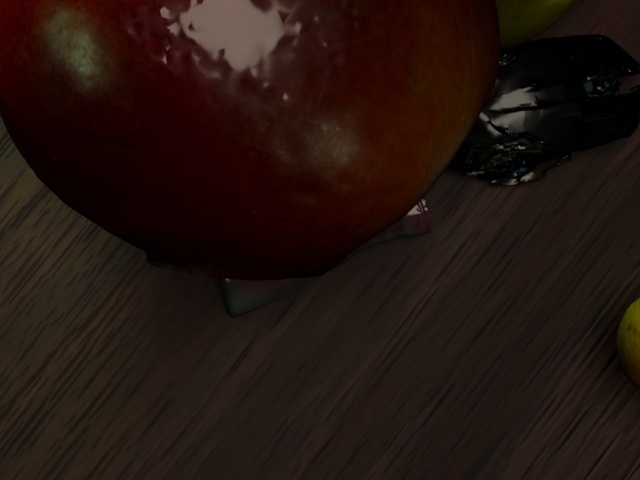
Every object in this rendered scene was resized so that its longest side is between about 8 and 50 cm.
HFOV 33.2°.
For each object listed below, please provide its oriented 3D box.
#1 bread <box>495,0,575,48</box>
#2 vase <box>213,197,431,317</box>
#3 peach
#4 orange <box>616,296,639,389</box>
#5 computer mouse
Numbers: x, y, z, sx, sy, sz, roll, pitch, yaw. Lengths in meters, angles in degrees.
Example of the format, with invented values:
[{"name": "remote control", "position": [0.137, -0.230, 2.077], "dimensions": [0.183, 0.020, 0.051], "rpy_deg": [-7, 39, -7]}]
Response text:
[{"name": "bread", "position": [0.123, -0.363, 0.979], "dimensions": [0.251, 0.208, 0.376], "rpy_deg": [-36, 102, -2]}, {"name": "vase", "position": [0.000, 0.000, 1.027], "dimensions": [0.214, 0.086, 0.086], "rpy_deg": [-19, 88, -9]}, {"name": "peach", "position": [-0.066, -0.124, 0.864], "dimensions": [0.406, 0.335, 0.310], "rpy_deg": [11, 99, -13]}, {"name": "orange", "position": [0.355, 0.101, 1.002], "dimensions": [0.156, 0.156, 0.134], "rpy_deg": [18, 100, -2]}, {"name": "computer mouse", "position": [0.207, -0.133, 1.046], "dimensions": [0.242, 0.077, 0.146], "rpy_deg": [-15, 90, -4]}]
